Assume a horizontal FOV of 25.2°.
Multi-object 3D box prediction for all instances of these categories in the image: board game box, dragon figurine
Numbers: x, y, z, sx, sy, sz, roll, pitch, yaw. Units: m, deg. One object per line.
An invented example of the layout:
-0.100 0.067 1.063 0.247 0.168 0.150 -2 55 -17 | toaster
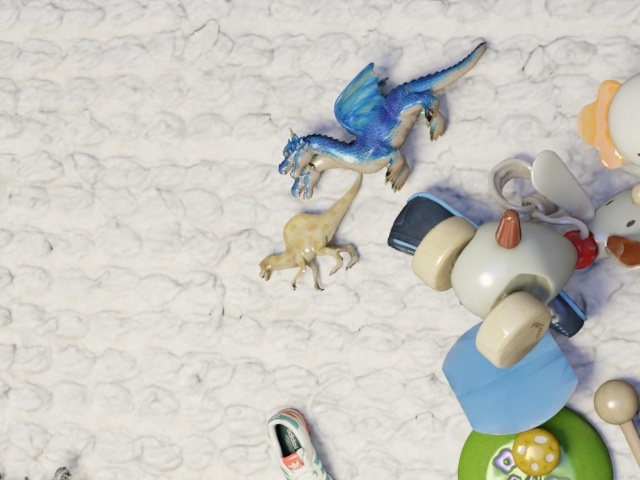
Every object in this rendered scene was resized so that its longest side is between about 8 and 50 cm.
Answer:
0.223 0.162 1.676 0.133 0.033 0.168 -28 45 2 | board game box
0.070 -0.156 1.725 0.144 0.085 0.289 36 93 17 | dragon figurine

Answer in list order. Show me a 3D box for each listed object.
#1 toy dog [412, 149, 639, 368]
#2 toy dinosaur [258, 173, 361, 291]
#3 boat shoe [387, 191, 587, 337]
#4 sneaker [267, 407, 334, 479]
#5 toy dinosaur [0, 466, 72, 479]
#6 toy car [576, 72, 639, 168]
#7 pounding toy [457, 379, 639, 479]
0.253 -0.012 1.548 0.220 0.333 0.161 31 136 12 | toy dog
0.000 0.000 1.753 0.183 0.053 0.092 -42 77 8 | toy dinosaur
0.192 0.046 1.686 0.258 0.109 0.089 35 84 29 | boat shoe
-0.023 0.280 1.730 0.057 0.075 0.161 -26 81 11 | sneaker
-0.451 0.375 1.801 0.322 0.164 0.218 -35 95 -12 | toy dinosaur
0.404 -0.112 1.578 0.238 0.219 0.210 -3 86 17 | toy car
0.267 0.268 1.641 0.237 0.110 0.182 -19 83 13 | pounding toy
